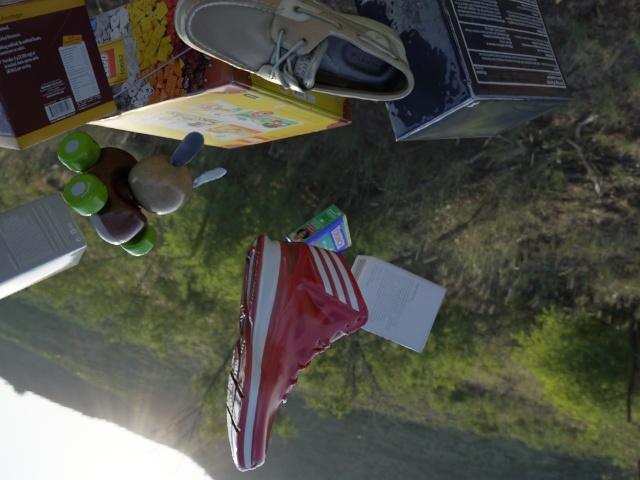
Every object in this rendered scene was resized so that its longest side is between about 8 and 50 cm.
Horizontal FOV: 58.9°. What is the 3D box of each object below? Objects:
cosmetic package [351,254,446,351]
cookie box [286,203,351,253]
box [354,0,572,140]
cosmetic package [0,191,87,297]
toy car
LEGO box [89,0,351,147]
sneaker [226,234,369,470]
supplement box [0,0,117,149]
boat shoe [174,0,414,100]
[{"bbox_3d":[0.150,0.136,1.259,0.183,0.152,0.151,24,176,-7],"label":"cosmetic package"},{"bbox_3d":[0.000,0.000,1.025,0.040,0.107,0.092,43,161,36],"label":"cookie box"},{"bbox_3d":[0.241,-0.339,0.976,0.296,0.294,0.182,-10,170,-38],"label":"box"},{"bbox_3d":[-0.484,0.030,0.839,0.237,0.107,0.127,-26,178,-36],"label":"cosmetic package"},{"bbox_3d":[-0.235,-0.090,0.796,0.188,0.149,0.155,-24,151,4],"label":"toy car"},{"bbox_3d":[-0.205,-0.344,1.221,0.372,0.193,0.500,-6,180,27],"label":"LEGO box"},{"bbox_3d":[-0.016,0.111,0.544,0.127,0.222,0.087,7,-175,-17],"label":"sneaker"},{"bbox_3d":[-0.463,-0.272,0.893,0.129,0.191,0.194,11,125,30],"label":"supplement box"},{"bbox_3d":[-0.025,-0.237,0.696,0.302,0.098,0.109,8,131,-20],"label":"boat shoe"}]
